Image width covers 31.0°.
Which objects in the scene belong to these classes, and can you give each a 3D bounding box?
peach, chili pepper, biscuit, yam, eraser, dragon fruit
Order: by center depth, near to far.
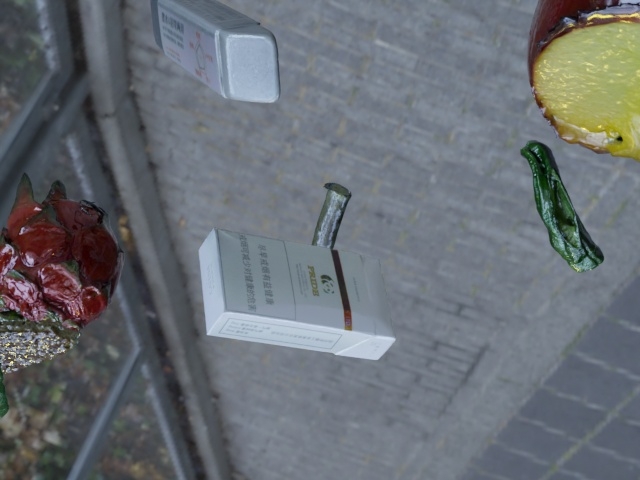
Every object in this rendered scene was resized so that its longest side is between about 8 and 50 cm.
[{"bbox_3d":[0.362,-0.231,1.236,0.258,0.201,0.361,21,159,1],"label":"peach"},{"bbox_3d":[0.000,0.000,1.242,0.033,0.027,0.129,25,115,12],"label":"yam"},{"bbox_3d":[-0.406,0.124,1.310,0.237,0.026,0.131,-17,147,18],"label":"biscuit"},{"bbox_3d":[0.290,-0.045,1.423,0.050,0.182,0.073,-26,168,25],"label":"chili pepper"},{"bbox_3d":[-0.139,-0.247,1.433,0.352,0.061,0.089,-138,39,-58],"label":"eraser"},{"bbox_3d":[-0.371,0.024,1.622,0.193,0.274,0.192,0,140,9],"label":"dragon fruit"}]

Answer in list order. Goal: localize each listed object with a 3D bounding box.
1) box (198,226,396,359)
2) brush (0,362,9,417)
[{"bbox_3d":[-0.018,0.043,0.930,0.154,0.084,0.040,12,136,-27],"label":"box"},{"bbox_3d":[-0.262,0.159,0.891,0.054,0.048,0.282,0,102,54],"label":"brush"}]
